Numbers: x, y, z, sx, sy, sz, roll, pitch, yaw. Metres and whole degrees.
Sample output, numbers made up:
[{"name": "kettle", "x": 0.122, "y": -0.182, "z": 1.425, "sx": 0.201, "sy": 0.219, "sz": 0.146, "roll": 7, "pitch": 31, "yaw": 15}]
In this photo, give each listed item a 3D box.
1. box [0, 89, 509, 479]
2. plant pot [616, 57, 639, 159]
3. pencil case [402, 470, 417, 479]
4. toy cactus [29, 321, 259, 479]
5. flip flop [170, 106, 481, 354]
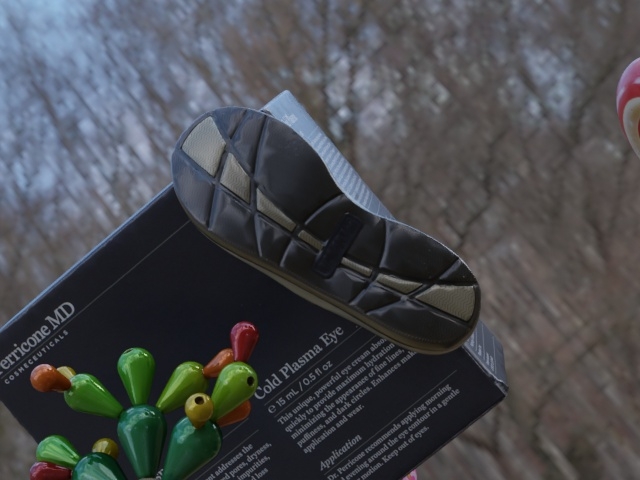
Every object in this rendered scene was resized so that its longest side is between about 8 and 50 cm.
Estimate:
[{"name": "box", "x": -0.066, "y": 0.098, "z": 1.477, "sx": 0.343, "sy": 0.312, "sz": 0.179, "roll": -39, "pitch": 6, "yaw": 10}, {"name": "plant pot", "x": 0.337, "y": -0.118, "z": 1.294, "sx": 0.174, "sy": 0.191, "sz": 0.191, "roll": -45, "pitch": -28, "yaw": -18}, {"name": "pencil case", "x": -0.008, "y": 0.250, "z": 1.909, "sx": 0.124, "sy": 0.124, "sz": 0.284, "roll": -48, "pitch": -39, "yaw": 12}, {"name": "toy cactus", "x": -0.130, "y": 0.157, "z": 1.239, "sx": 0.219, "sy": 0.180, "sz": 0.112, "roll": -19, "pitch": -28, "yaw": 22}, {"name": "flip flop", "x": 0.000, "y": 0.000, "z": 1.315, "sx": 0.112, "sy": 0.277, "sz": 0.080, "roll": -54, "pitch": -9, "yaw": -20}]
